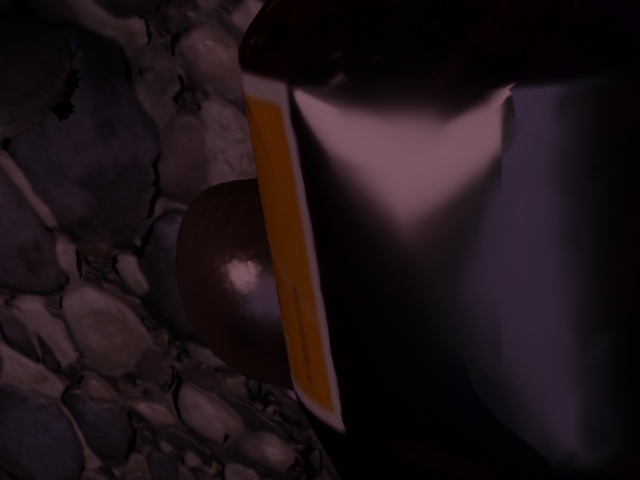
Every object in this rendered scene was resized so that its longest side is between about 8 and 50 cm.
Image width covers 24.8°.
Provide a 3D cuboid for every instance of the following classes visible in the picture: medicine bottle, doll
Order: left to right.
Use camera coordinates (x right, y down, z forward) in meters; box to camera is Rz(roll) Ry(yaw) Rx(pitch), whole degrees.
[{"bbox_3d":[0.009,0.002,0.719,0.145,0.096,0.188,34,120,-2],"label":"doll"},{"bbox_3d":[0.087,-0.106,0.517,0.242,0.242,0.395,5,113,26],"label":"medicine bottle"}]

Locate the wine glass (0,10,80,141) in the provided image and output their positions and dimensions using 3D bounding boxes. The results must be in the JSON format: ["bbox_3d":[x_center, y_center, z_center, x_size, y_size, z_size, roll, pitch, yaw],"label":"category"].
[{"bbox_3d":[-0.222,-0.212,0.651,0.190,0.190,0.357,11,128,23],"label":"wine glass"}]
